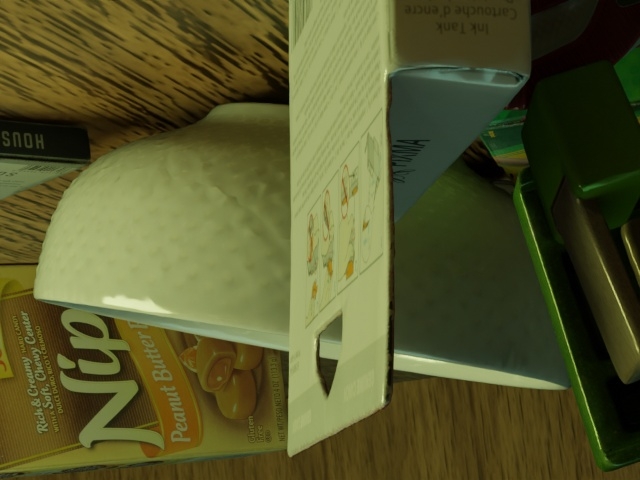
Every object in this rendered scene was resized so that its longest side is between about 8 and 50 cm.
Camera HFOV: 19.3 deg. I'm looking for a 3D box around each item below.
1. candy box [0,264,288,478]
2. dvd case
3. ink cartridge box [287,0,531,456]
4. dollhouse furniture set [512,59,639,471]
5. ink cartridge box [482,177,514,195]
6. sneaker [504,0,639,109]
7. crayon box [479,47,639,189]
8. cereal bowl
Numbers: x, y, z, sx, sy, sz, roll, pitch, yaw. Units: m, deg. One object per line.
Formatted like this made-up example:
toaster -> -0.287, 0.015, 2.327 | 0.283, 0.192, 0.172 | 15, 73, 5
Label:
candy box -> -0.189, 0.116, 1.715 | 0.316, 0.182, 0.087 | -1, 168, -33
dvd case -> -0.287, -0.038, 1.194 | 0.179, 0.029, 0.239 | 2, 166, -43
ink cartridge box -> 0.030, -0.038, 0.781 | 0.060, 0.238, 0.275 | 0, 170, -8
dollhouse furniture set -> 0.255, -0.022, 0.855 | 0.302, 0.151, 0.197 | -18, 166, -3
ink cartridge box -> 0.164, 0.000, 1.417 | 0.203, 0.085, 0.148 | 10, -177, 42
sneaker -> 0.148, -0.133, 0.888 | 0.221, 0.087, 0.128 | -15, -161, -9
crayon box -> 0.182, -0.087, 1.082 | 0.165, 0.081, 0.278 | -9, 170, 11
cereal bowl -> 0.000, 0.000, 1.171 | 0.339, 0.141, 0.339 | 11, 175, 1
